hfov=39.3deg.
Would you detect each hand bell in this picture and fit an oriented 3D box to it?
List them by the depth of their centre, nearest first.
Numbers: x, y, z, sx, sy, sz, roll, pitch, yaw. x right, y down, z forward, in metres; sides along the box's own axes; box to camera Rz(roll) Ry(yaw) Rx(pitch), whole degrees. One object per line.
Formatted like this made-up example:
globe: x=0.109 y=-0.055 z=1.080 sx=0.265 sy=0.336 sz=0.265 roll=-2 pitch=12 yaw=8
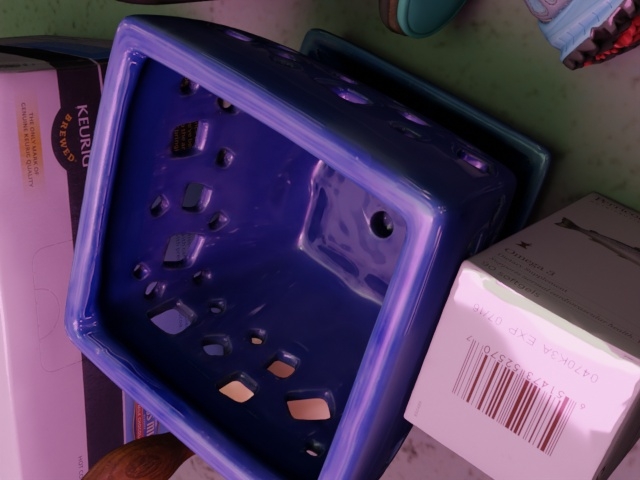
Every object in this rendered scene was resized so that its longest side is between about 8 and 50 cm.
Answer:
hand bell: x=-0.087 y=0.141 z=0.670 sx=0.126 sy=0.242 sz=0.126 roll=11 pitch=109 yaw=34

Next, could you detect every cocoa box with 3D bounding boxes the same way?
cocoa box: x=-0.236 y=0.011 z=0.751 sx=0.231 sy=0.228 sz=0.347 roll=13 pitch=111 yaw=34

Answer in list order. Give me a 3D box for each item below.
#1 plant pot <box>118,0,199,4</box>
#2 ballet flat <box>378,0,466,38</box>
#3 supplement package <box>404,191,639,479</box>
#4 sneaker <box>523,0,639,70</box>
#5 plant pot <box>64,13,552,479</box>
plant pot: x=-0.073 y=-0.246 z=0.592 sx=0.167 sy=0.187 sz=0.188 roll=3 pitch=106 yaw=49
ballet flat: x=0.095 y=-0.257 z=0.515 sx=0.096 sy=0.095 sz=0.280 roll=48 pitch=122 yaw=29
supplement package: x=0.147 y=0.055 z=0.507 sx=0.105 sy=0.179 sz=0.105 roll=30 pitch=120 yaw=26
sneaker: x=0.186 y=-0.211 z=0.448 sx=0.262 sy=0.104 sz=0.125 roll=-45 pitch=73 yaw=37
plant pot: x=0.000 y=0.000 z=0.581 sx=0.236 sy=0.212 sz=0.236 roll=32 pitch=121 yaw=25
